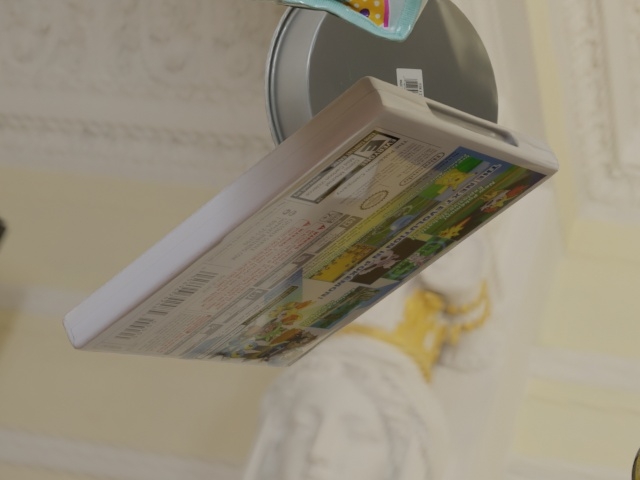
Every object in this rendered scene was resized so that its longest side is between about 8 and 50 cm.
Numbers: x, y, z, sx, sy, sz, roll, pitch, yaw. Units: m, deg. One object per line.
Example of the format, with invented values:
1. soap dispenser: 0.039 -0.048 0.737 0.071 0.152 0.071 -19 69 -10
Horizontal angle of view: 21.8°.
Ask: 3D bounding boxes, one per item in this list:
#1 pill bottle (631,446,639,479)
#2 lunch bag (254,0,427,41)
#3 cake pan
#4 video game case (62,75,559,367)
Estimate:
1. pill bottle: 0.321 0.178 1.300 0.103 0.103 0.184 23 -19 -3
2. lunch bag: 0.024 -0.277 1.064 0.160 0.223 0.262 14 -77 -3
3. cake pan: 0.077 -0.152 1.768 0.293 0.293 0.054 39 -25 -24
4. video game case: 0.000 0.000 1.353 0.329 0.036 0.300 -38 -25 24
